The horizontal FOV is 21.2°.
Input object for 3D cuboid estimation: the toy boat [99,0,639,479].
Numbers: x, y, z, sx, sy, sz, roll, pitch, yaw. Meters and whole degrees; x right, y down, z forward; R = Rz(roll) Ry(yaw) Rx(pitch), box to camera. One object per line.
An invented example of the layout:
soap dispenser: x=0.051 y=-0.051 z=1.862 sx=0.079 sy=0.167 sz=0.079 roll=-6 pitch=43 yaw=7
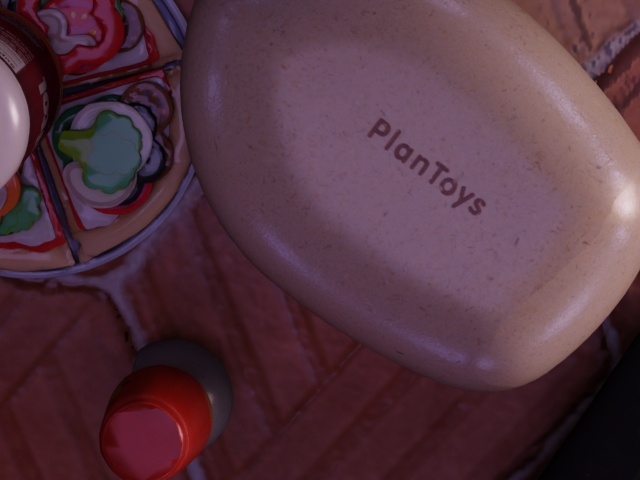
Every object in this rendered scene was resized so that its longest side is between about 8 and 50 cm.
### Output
toy boat: x=0.000 y=0.000 z=0.901 sx=0.267 sy=0.148 sz=0.318 roll=43 pitch=96 yaw=-1

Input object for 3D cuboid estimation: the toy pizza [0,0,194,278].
toy pizza: x=-0.162 y=-0.073 z=0.928 sx=0.201 sy=0.032 sz=0.201 roll=0 pitch=106 yaw=0

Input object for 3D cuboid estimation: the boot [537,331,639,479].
boot: x=0.099 y=0.186 z=0.940 sx=0.367 sy=0.146 sz=0.445 roll=34 pitch=106 yaw=-17

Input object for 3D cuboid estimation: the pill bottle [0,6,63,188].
pill bottle: x=-0.179 y=-0.064 z=0.835 sx=0.086 sy=0.152 sz=0.086 roll=0 pitch=106 yaw=2
